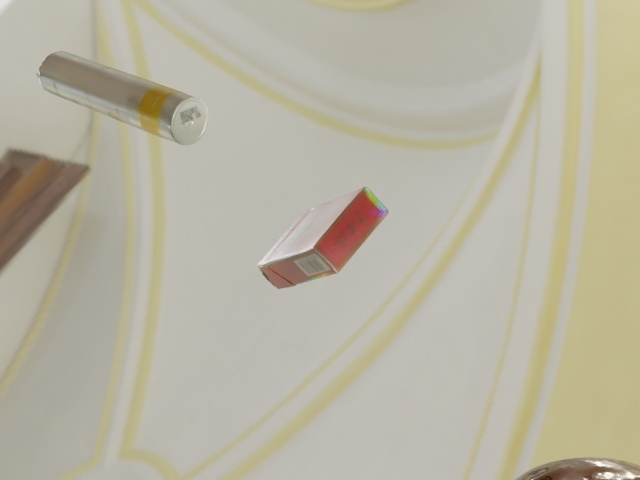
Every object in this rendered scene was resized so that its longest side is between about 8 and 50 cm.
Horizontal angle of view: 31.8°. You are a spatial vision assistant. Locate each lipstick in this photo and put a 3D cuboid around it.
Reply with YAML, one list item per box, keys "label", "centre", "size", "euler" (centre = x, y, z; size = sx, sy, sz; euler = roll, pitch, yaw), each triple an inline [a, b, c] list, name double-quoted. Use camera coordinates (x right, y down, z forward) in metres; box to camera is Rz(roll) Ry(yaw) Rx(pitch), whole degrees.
- label: "lipstick"
  centre: [-0.238, -0.172, 1.331]
  size: [0.264, 0.059, 0.059]
  euler: [24, -112, 39]

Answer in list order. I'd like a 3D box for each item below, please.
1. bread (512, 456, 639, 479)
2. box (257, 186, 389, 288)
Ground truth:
- label: "bread"
  centre: [0.272, 0.381, 1.116]
  size: [0.295, 0.328, 0.114]
  euler: [-1, -166, 12]
- label: "box"
  centre: [0.001, 0.001, 1.411]
  size: [0.112, 0.048, 0.175]
  euler: [-50, -166, -23]
